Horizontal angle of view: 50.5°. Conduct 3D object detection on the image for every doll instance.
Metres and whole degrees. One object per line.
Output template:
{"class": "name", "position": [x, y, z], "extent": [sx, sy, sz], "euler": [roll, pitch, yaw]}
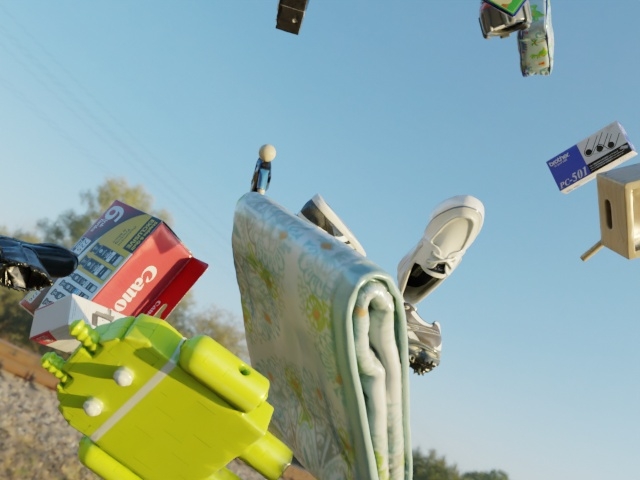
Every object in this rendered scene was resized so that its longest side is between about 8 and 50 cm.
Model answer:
{"class": "doll", "position": [-0.133, -0.126, 1.478], "extent": [0.046, 0.129, 0.189], "euler": [15, -55, -11]}

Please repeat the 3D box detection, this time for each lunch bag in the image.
{"class": "lunch bag", "position": [0.569, -0.555, 1.793], "extent": [0.090, 0.176, 0.219], "euler": [1, -26, 23]}

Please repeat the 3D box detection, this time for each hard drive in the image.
{"class": "hard drive", "position": [-0.017, -0.618, 1.355], "extent": [0.064, 0.237, 0.339], "euler": [16, -34, -5]}

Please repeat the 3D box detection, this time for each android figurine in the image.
{"class": "android figurine", "position": [-0.169, 0.186, 0.727], "extent": [0.273, 0.056, 0.248], "euler": [42, -62, -14]}

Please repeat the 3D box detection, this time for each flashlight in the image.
{"class": "flashlight", "position": [0.339, -0.561, 1.346], "extent": [0.103, 0.304, 0.103], "euler": [-12, -1, -16]}

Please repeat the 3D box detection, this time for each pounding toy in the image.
{"class": "pounding toy", "position": [0.447, -0.035, 0.960], "extent": [0.100, 0.130, 0.141], "euler": [-117, -166, -70]}

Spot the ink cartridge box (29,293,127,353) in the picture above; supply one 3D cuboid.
{"class": "ink cartridge box", "position": [-0.438, 0.165, 1.258], "extent": [0.109, 0.063, 0.150], "euler": [-22, -35, 27]}

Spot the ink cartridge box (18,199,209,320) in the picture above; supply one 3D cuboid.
{"class": "ink cartridge box", "position": [-0.434, 0.091, 1.435], "extent": [0.271, 0.309, 0.130], "euler": [20, -25, 42]}

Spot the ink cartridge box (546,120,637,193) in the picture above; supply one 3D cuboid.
{"class": "ink cartridge box", "position": [0.714, -0.218, 1.794], "extent": [0.207, 0.097, 0.046], "euler": [-33, -26, 33]}

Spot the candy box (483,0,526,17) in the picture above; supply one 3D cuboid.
{"class": "candy box", "position": [0.365, -0.583, 1.125], "extent": [0.122, 0.268, 0.317], "euler": [23, -45, -10]}

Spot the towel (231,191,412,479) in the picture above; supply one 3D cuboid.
{"class": "towel", "position": [-0.011, 0.151, 0.896], "extent": [0.320, 0.090, 0.375], "euler": [29, -48, 51]}

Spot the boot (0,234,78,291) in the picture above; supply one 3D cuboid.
{"class": "boot", "position": [-0.347, 0.032, 0.828], "extent": [0.121, 0.045, 0.099], "euler": [20, 7, -37]}

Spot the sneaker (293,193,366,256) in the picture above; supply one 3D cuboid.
{"class": "sneaker", "position": [0.000, 0.000, 1.390], "extent": [0.217, 0.121, 0.079], "euler": [48, 7, -47]}

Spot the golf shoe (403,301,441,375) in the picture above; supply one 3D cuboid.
{"class": "golf shoe", "position": [0.097, 0.129, 1.038], "extent": [0.198, 0.094, 0.077], "euler": [27, -31, -13]}

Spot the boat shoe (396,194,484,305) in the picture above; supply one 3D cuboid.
{"class": "boat shoe", "position": [0.209, 0.028, 1.188], "extent": [0.095, 0.084, 0.258], "euler": [16, -41, -6]}
